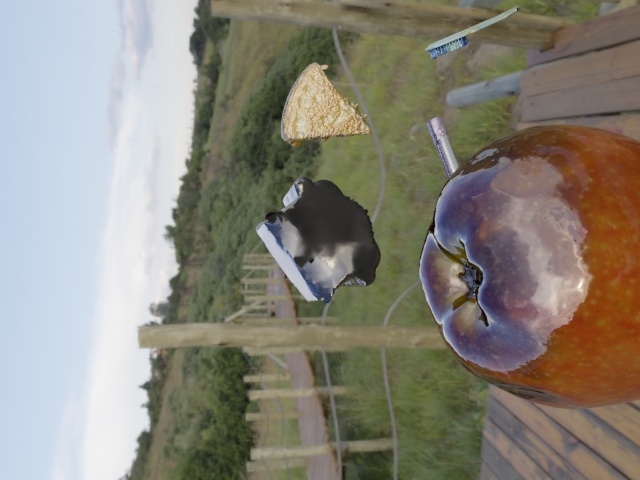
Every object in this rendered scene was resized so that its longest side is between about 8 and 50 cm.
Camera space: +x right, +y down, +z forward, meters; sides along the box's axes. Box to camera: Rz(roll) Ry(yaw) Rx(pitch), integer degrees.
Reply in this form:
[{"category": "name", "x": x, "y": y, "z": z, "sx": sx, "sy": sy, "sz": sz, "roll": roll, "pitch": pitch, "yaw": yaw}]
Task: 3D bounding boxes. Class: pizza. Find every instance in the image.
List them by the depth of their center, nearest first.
[{"category": "pizza", "x": 0.021, "y": -0.274, "z": 1.161, "sx": 0.062, "sy": 0.199, "sz": 0.188, "roll": -57, "pitch": -8, "yaw": -84}]

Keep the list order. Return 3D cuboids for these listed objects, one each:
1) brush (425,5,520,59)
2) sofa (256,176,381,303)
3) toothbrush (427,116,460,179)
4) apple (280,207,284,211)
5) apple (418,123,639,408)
[{"category": "brush", "x": 0.269, "y": -0.367, "z": 0.945, "sx": 0.179, "sy": 0.033, "sz": 0.030, "roll": -12, "pitch": 107, "yaw": 40}, {"category": "sofa", "x": 0.000, "y": 0.000, "z": 1.143, "sx": 0.258, "sy": 0.182, "sz": 0.200, "roll": 55, "pitch": 164, "yaw": -1}, {"category": "toothbrush", "x": 0.218, "y": -0.007, "z": 0.741, "sx": 0.029, "sy": 0.024, "sz": 0.353, "roll": 141, "pitch": 110, "yaw": -74}, {"category": "apple", "x": -0.036, "y": -0.001, "z": 1.382, "sx": 0.195, "sy": 0.174, "sz": 0.160, "roll": 149, "pitch": 122, "yaw": -75}, {"category": "apple", "x": 0.185, "y": 0.021, "z": 0.423, "sx": 0.230, "sy": 0.230, "sz": 0.229, "roll": -177, "pitch": 90, "yaw": -78}]
